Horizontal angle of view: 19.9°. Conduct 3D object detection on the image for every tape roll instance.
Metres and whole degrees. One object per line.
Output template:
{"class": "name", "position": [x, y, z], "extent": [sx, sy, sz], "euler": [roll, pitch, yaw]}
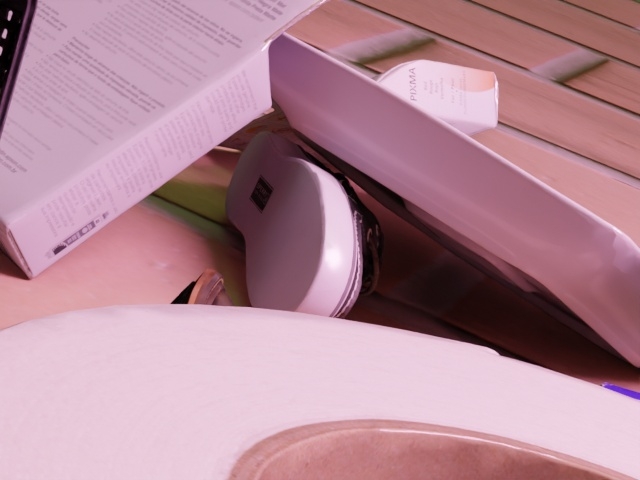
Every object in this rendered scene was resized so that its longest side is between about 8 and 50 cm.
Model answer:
{"class": "tape roll", "position": [0.063, 0.126, 0.495], "extent": [0.392, 0.072, 0.392], "euler": [16, 16, -5]}

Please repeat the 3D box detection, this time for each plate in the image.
{"class": "plate", "position": [0.097, -0.011, 1.066], "extent": [0.278, 0.045, 0.277], "euler": [33, -2, 31]}

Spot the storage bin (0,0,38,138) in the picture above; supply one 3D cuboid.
{"class": "storage bin", "position": [-0.202, -0.043, 0.761], "extent": [0.084, 0.180, 0.122], "euler": [24, 18, 18]}

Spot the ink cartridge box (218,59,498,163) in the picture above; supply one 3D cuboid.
{"class": "ink cartridge box", "position": [0.007, -0.091, 1.234], "extent": [0.179, 0.045, 0.145], "euler": [10, -17, -34]}

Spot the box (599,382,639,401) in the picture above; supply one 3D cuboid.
{"class": "box", "position": [0.177, 0.134, 0.802], "extent": [0.126, 0.072, 0.137], "euler": [17, 17, -8]}

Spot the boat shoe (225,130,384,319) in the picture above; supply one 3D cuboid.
{"class": "boat shoe", "position": [0.000, 0.000, 1.030], "extent": [0.076, 0.080, 0.228], "euler": [25, 8, -17]}

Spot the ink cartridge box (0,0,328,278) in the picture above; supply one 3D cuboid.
{"class": "ink cartridge box", "position": [-0.134, -0.101, 1.022], "extent": [0.224, 0.045, 0.223], "euler": [-37, 45, -17]}

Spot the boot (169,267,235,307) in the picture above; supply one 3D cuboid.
{"class": "boot", "position": [-0.038, 0.082, 0.777], "extent": [0.106, 0.082, 0.219], "euler": [40, 12, -7]}
